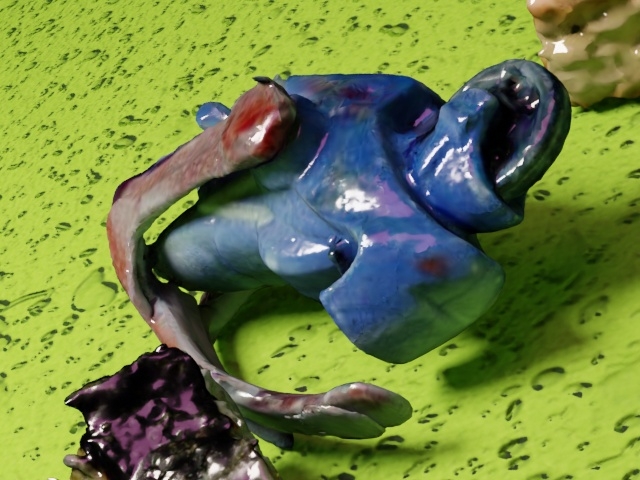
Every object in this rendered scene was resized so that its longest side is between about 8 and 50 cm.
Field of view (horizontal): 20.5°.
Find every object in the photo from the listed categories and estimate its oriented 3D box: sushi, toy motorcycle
[{"bbox_3d":[-0.073,0.148,0.962,0.115,0.147,0.212,-31,35,-6],"label":"sushi"},{"bbox_3d":[0.017,0.007,1.120,0.182,0.241,0.319,0,0,-42],"label":"toy motorcycle"}]

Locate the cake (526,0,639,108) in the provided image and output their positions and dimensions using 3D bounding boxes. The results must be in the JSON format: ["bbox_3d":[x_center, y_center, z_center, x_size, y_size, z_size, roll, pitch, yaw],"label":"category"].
[{"bbox_3d":[0.243,-0.304,1.221,0.314,0.307,0.293,-21,29,12],"label":"cake"}]
